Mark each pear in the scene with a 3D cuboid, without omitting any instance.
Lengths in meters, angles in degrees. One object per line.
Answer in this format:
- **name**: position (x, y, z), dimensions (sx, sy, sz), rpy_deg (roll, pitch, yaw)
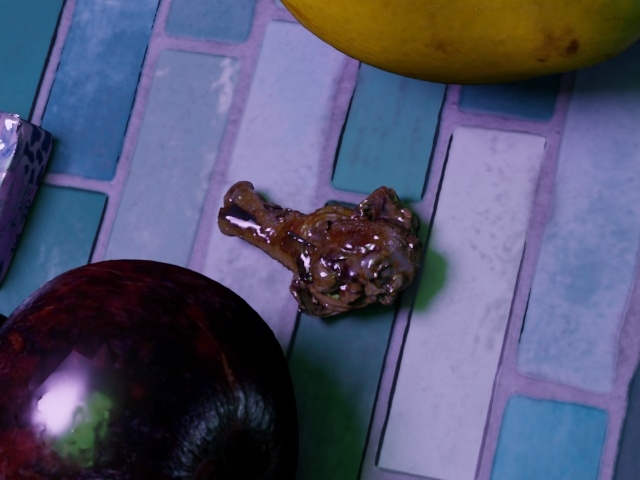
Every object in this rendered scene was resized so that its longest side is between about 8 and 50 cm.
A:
- **pear**: position (0.114, -0.310, 1.394), dimensions (0.362, 0.362, 0.418), rpy_deg (-50, 46, -4)

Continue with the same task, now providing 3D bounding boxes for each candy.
- **candy**: position (-0.314, -0.045, 1.565), dimensions (0.073, 0.092, 0.160), rpy_deg (16, 79, 17)

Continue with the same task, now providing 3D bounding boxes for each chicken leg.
- **chicken leg**: position (-0.001, 0.007, 1.480), dimensions (0.196, 0.080, 0.125), rpy_deg (1, 63, 23)

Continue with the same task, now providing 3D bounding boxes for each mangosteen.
- **mangosteen**: position (-0.167, 0.153, 1.368), dimensions (0.300, 0.300, 0.300), rpy_deg (-4, 72, 14)
